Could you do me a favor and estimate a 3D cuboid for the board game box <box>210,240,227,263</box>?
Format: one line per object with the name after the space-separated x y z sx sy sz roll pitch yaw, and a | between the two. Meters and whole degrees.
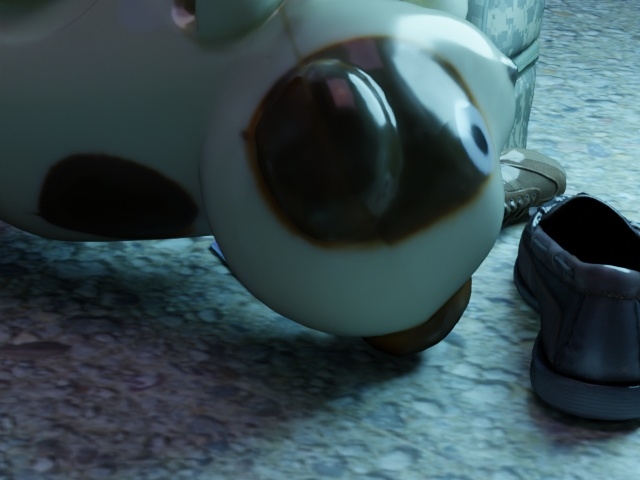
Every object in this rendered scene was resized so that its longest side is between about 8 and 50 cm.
0.000 0.000 1.178 0.133 0.033 0.169 -6 21 -22 | board game box

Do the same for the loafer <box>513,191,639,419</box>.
0.184 0.014 1.071 0.109 0.095 0.302 5 20 5 | loafer

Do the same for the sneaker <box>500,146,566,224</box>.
0.116 -0.025 1.243 0.188 0.066 0.071 0 51 -32 | sneaker

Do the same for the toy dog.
-0.062 -0.094 1.049 0.408 0.284 0.395 26 61 32 | toy dog

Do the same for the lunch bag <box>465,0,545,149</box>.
0.045 -0.199 1.402 0.305 0.256 0.212 12 22 22 | lunch bag
